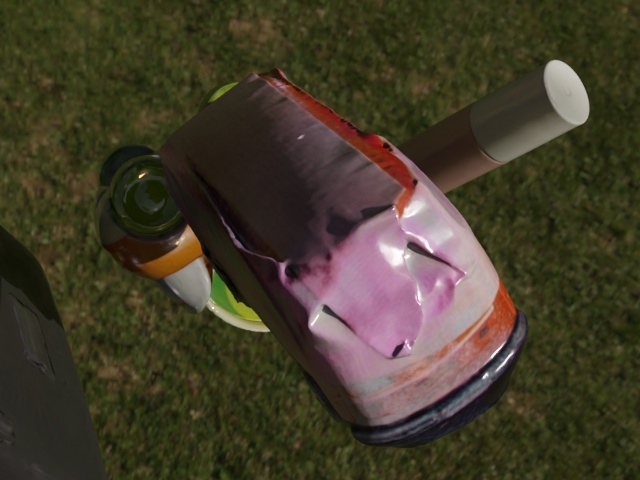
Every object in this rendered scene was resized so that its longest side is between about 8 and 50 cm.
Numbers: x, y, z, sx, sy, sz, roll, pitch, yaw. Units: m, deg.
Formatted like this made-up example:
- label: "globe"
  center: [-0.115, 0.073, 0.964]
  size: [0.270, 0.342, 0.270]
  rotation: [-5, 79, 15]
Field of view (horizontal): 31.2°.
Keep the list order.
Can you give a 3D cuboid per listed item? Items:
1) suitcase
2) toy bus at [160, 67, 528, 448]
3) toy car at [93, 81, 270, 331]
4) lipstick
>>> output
- label: "suitcase"
  center: [-0.341, 0.101, 1.028]
  size: [0.188, 0.339, 0.345]
  rotation: [-31, 54, 4]
- label: "toy bus"
  center: [0.000, 0.000, 0.727]
  size: [0.127, 0.147, 0.302]
  rotation: [-35, 30, -7]
- label: "toy car"
  center: [-0.076, -0.014, 1.033]
  size: [0.235, 0.235, 0.145]
  rotation: [1, 10, -17]
- label: "lipstick"
  center: [0.153, -0.099, 1.175]
  size: [0.070, 0.254, 0.070]
  rotation: [20, 58, -36]
